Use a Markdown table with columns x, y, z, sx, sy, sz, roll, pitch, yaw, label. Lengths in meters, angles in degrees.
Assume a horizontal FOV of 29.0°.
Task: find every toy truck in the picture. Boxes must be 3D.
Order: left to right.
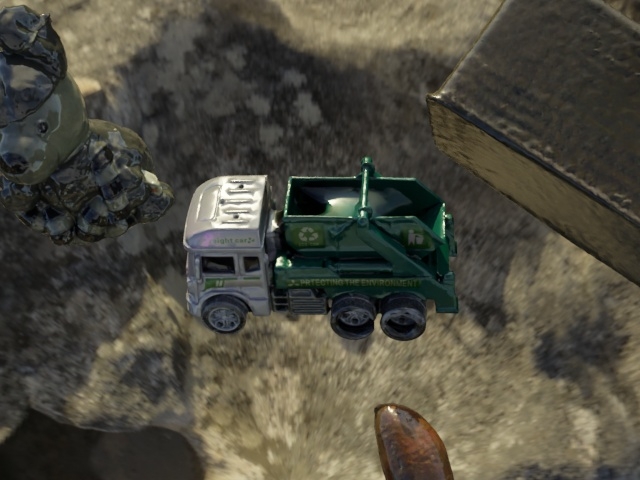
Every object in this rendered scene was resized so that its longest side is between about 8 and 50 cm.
| x | y | z | sx | sy | sz | roll | pitch | yaw | label |
| --- | --- | --- | --- | --- | --- | --- | --- | --- | --- |
| 0.000 | 0.000 | 0.965 | 0.215 | 0.116 | 0.110 | 1 | 41 | 5 | toy truck |

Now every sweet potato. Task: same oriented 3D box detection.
| x | y | z | sx | sy | sz | roll | pitch | yaw | label |
| --- | --- | --- | --- | --- | --- | --- | --- | --- | --- |
| 0.086 | 0.220 | 0.901 | 0.050 | 0.050 | 0.214 | -16 | 86 | -5 | sweet potato |

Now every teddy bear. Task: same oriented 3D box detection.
| x | y | z | sx | sy | sz | roll | pitch | yaw | label |
| --- | --- | --- | --- | --- | --- | --- | --- | --- | --- |
| -0.282 | -0.091 | 1.203 | 0.171 | 0.251 | 0.144 | -20 | 46 | 25 | teddy bear |

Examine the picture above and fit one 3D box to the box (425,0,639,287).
| x | y | z | sx | sy | sz | roll | pitch | yaw | label |
| --- | --- | --- | --- | --- | --- | --- | --- | --- | --- |
| 0.238 | -0.078 | 1.011 | 0.273 | 0.184 | 0.143 | 36 | 85 | 14 | box |
